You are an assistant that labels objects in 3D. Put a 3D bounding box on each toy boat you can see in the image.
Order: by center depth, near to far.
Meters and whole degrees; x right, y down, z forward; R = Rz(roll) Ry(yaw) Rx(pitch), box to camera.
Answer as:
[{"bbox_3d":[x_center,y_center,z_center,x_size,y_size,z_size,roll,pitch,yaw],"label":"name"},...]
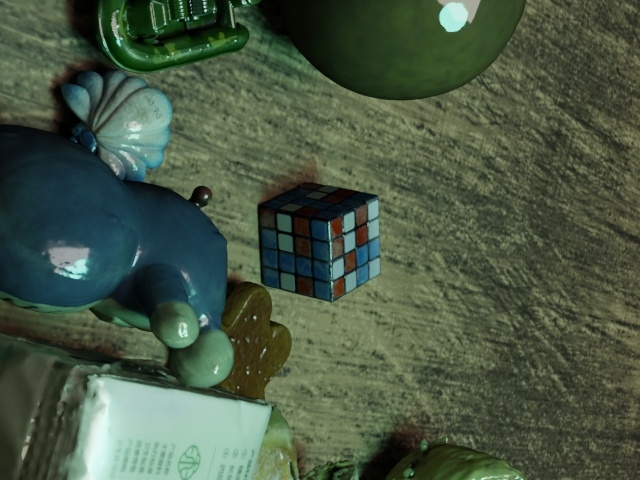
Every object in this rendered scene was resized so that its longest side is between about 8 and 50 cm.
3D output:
[{"bbox_3d":[-0.131,-0.206,1.309,0.210,0.052,0.104,-23,114,-50],"label":"toy boat"}]

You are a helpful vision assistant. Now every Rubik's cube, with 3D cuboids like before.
[{"bbox_3d":[0.000,0.000,1.530,0.092,0.092,0.092,-28,123,-49],"label":"Rubik's cube"}]

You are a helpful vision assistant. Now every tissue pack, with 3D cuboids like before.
[{"bbox_3d":[-0.215,0.270,1.221,0.266,0.194,0.356,21,85,-56],"label":"tissue pack"}]

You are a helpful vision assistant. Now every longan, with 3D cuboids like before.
[{"bbox_3d":[0.079,-0.256,1.441,0.258,0.258,0.258,-23,119,-50],"label":"longan"}]

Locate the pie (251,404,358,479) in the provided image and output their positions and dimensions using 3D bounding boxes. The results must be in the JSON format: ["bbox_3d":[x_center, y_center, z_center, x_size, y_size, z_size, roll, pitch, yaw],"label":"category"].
[{"bbox_3d":[-0.068,0.335,1.502,0.337,0.075,0.337,-21,116,-50],"label":"pie"}]

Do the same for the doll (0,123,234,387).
[{"bbox_3d":[-0.190,0.006,1.161,0.258,0.228,0.154,16,104,-41],"label":"doll"}]

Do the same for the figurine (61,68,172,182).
[{"bbox_3d":[-0.169,-0.103,1.275,0.114,0.079,0.114,28,47,-34],"label":"figurine"}]

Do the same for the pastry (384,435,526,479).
[{"bbox_3d":[0.141,0.366,1.801,0.237,0.170,0.256,-42,141,-13],"label":"pastry"}]

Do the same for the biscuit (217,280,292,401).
[{"bbox_3d":[-0.112,0.153,1.468,0.236,0.039,0.180,-55,144,-29],"label":"biscuit"}]
